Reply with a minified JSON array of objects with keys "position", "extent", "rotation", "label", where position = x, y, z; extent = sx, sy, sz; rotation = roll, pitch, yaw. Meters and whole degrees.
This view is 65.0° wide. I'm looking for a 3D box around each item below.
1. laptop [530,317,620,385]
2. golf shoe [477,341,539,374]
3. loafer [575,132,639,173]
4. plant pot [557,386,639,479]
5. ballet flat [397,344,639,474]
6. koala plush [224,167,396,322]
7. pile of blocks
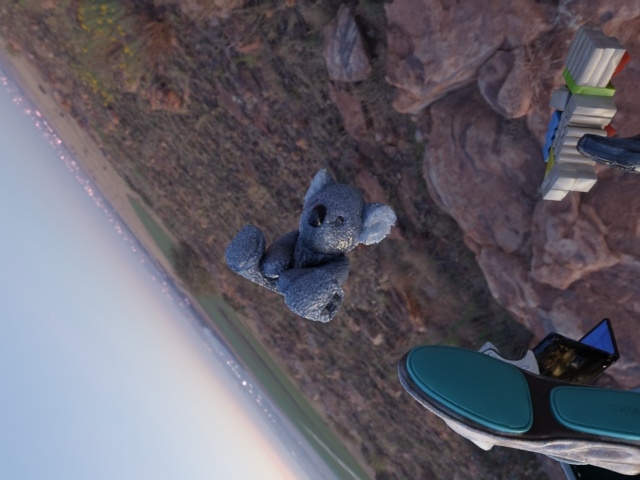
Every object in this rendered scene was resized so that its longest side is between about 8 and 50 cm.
[{"position":[0.396,0.229,0.916],"extent":[0.264,0.234,0.137],"rotation":[20,-149,-24],"label":"laptop"},{"position":[0.232,0.192,0.745],"extent":[0.069,0.176,0.086],"rotation":[36,-125,-79],"label":"golf shoe"},{"position":[0.519,-0.140,0.781],"extent":[0.223,0.078,0.076],"rotation":[15,-170,12],"label":"loafer"},{"position":[0.521,0.409,0.767],"extent":[0.247,0.247,0.252],"rotation":[-84,-27,-64],"label":"plant pot"},{"position":[0.239,0.210,0.589],"extent":[0.315,0.108,0.106],"rotation":[14,133,8],"label":"ballet flat"},{"position":[0.000,0.000,0.826],"extent":[0.196,0.221,0.203],"rotation":[30,178,27],"label":"koala plush"},{"position":[0.573,-0.264,1.087],"extent":[0.149,0.112,0.362],"rotation":[-84,0,-67],"label":"pile of blocks"}]
